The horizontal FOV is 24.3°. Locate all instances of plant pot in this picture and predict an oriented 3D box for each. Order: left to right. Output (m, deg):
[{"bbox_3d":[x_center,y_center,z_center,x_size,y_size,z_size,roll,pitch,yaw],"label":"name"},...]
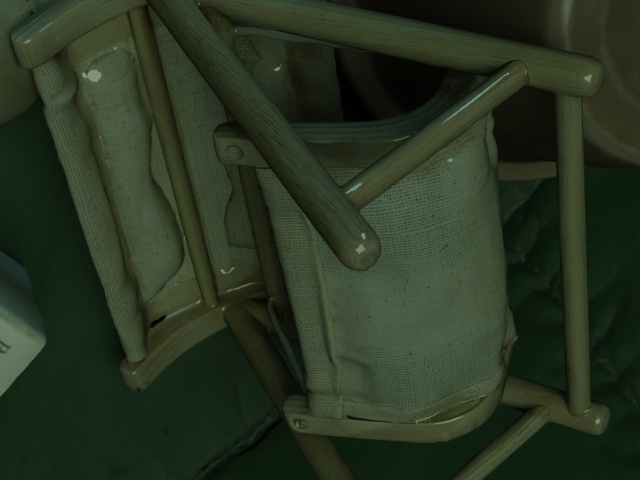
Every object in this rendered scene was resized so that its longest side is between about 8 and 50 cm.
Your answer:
[{"bbox_3d":[0.145,-0.140,0.795,0.263,0.229,0.263,-5,109,-16],"label":"plant pot"}]

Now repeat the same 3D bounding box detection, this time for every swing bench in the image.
[{"bbox_3d":[0.000,0.000,0.765,0.165,0.254,0.253,-36,138,-26],"label":"swing bench"}]

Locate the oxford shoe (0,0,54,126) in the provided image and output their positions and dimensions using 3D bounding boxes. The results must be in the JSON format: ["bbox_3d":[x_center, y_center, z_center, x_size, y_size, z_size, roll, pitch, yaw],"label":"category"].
[{"bbox_3d":[-0.244,-0.231,0.721,0.146,0.140,0.397,-36,115,-34],"label":"oxford shoe"}]

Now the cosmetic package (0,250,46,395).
[{"bbox_3d":[-0.305,0.004,0.760,0.296,0.129,0.153,38,93,-25],"label":"cosmetic package"}]
